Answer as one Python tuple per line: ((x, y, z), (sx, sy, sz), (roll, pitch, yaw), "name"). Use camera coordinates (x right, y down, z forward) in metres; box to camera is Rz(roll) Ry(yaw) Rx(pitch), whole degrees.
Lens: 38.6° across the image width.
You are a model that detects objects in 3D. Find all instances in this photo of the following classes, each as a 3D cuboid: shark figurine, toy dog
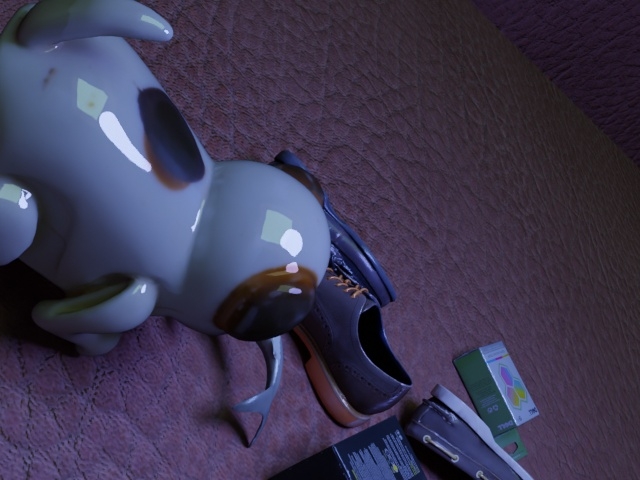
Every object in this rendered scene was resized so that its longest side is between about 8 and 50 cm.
((-0.105, 0.110, 1.189), (0.166, 0.116, 0.278), (-27, 74, -26), "shark figurine")
((-0.179, -0.050, 0.961), (0.408, 0.395, 0.284), (31, 29, -23), "toy dog")

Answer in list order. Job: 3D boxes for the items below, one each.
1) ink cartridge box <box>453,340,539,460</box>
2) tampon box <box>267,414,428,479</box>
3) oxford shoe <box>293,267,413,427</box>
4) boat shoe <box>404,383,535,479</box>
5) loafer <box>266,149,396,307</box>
((0.332, 0.293, 1.659), (0.109, 0.062, 0.209), (-3, 64, -56), "ink cartridge box")
((0.038, 0.310, 1.173), (0.161, 0.120, 0.101), (-7, 67, -56), "tampon box")
((0.016, 0.084, 1.339), (0.130, 0.133, 0.363), (-19, 77, -58), "oxford shoe")
((0.259, 0.367, 1.457), (0.324, 0.097, 0.116), (48, -9, -21), "boat shoe")
((0.000, 0.000, 1.461), (0.302, 0.095, 0.109), (53, -11, -9), "loafer")
